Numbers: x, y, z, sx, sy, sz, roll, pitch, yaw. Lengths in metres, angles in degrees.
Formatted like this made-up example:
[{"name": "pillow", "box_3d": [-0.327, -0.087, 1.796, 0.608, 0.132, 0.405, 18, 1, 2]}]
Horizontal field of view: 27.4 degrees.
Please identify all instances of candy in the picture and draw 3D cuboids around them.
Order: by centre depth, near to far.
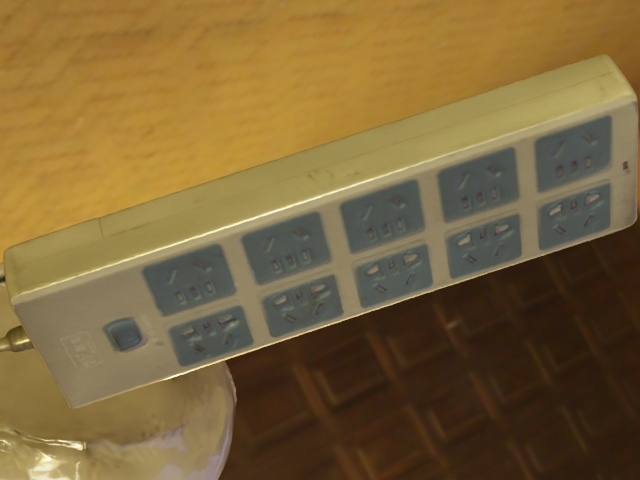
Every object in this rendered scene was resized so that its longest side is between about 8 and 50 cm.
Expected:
[{"name": "candy", "box_3d": [-0.208, 0.134, 1.021, 0.296, 0.295, 0.185, -22, 139, -38]}]

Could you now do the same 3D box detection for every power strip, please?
[{"name": "power strip", "box_3d": [0.000, 0.000, 0.702, 0.367, 0.043, 0.106, -18, 138, -2]}]
